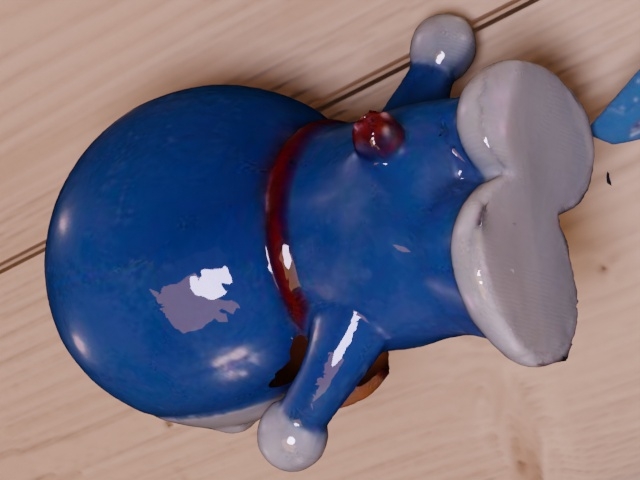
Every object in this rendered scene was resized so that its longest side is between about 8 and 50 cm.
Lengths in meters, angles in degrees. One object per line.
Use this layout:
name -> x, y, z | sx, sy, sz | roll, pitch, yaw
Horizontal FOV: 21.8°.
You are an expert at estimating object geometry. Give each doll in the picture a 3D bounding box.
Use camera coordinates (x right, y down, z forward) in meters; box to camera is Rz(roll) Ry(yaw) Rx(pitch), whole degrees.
doll -> 0.000, 0.000, 0.752 | 0.256, 0.215, 0.161 | -4, 145, 34

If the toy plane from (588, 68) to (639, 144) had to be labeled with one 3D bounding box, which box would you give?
toy plane -> 0.249, -0.047, 0.658 | 0.271, 0.105, 0.254 | 20, 122, 11
